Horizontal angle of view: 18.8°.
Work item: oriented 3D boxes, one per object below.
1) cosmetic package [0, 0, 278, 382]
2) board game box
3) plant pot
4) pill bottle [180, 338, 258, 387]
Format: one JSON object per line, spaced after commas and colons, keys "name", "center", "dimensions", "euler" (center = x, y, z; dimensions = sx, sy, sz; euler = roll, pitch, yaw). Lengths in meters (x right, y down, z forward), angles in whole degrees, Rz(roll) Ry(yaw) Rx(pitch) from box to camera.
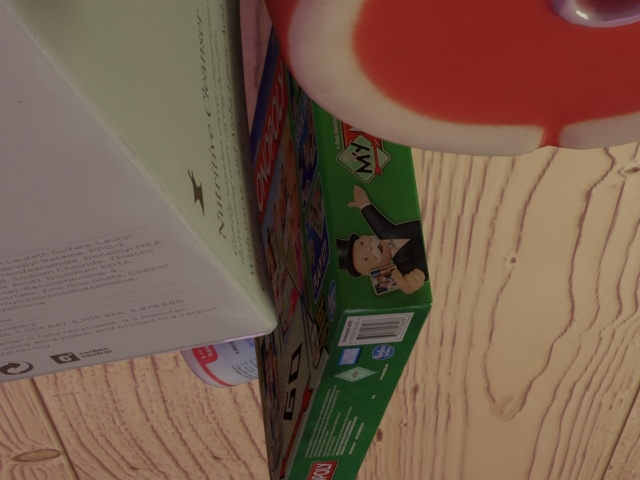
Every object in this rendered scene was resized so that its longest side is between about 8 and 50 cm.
{"name": "cosmetic package", "center": [-0.145, -0.104, 0.763], "dimensions": [0.156, 0.217, 0.385], "euler": [-11, 158, 9]}
{"name": "board game box", "center": [0.000, 0.000, 1.040], "dimensions": [0.046, 0.213, 0.317], "euler": [-4, 156, -9]}
{"name": "plant pot", "center": [0.071, -0.176, 0.624], "dimensions": [0.275, 0.243, 0.275], "euler": [-7, 156, -3]}
{"name": "pill bottle", "center": [-0.013, 0.038, 1.280], "dimensions": [0.160, 0.087, 0.087], "euler": [-20, 154, 25]}
